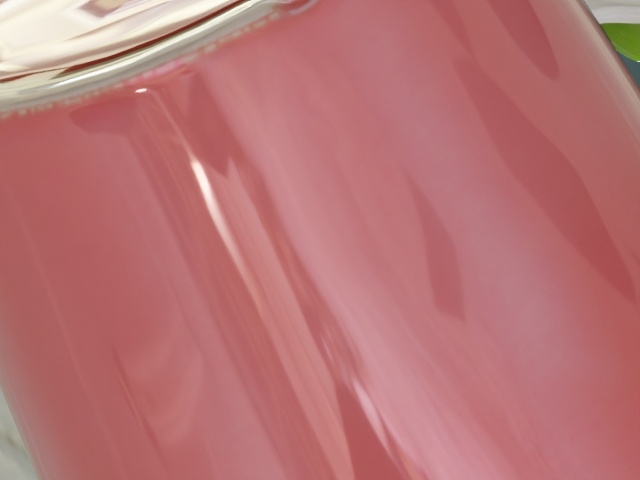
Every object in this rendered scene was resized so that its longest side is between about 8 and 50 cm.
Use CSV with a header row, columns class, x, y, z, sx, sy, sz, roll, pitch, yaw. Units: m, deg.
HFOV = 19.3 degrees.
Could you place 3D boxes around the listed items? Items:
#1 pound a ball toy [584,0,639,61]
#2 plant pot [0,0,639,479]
class,x,y,z,sx,sy,sz,roll,pitch,yaw
pound a ball toy,0.069,-0.095,1.085,0.136,0.208,0.319,-4,-144,-37
plant pot,0.000,0.000,0.633,0.275,0.275,0.243,-91,-22,-59
